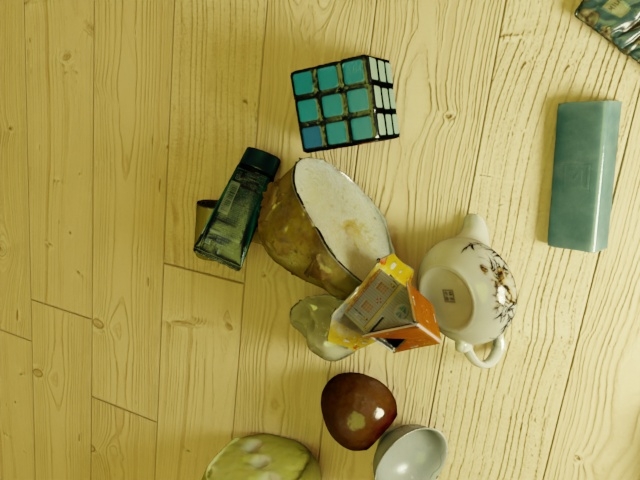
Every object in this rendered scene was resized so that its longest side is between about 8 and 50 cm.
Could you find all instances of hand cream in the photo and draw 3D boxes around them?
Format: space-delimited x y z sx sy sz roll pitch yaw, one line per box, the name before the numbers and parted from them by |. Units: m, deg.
hand cream | -0.181 -0.076 1.192 0.120 0.061 0.270 22 82 7

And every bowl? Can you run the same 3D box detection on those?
bowl | 0.181 0.471 1.174 0.086 0.189 0.188 37 121 59

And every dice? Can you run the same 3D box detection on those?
dice | -0.143 0.628 1.281 0.238 0.233 0.226 7 104 23

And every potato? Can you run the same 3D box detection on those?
potato | 0.000 0.000 1.101 0.196 0.246 0.299 -40 79 38

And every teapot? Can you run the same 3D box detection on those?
teapot | 0.292 0.113 1.047 0.208 0.166 0.299 -5 109 42

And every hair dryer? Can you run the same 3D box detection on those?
hair dryer | -0.168 -0.005 1.254 0.279 0.090 0.134 12 105 15

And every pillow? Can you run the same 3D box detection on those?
pillow | 0.578 -0.379 0.872 0.255 0.034 0.189 44 114 10

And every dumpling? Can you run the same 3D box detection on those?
dumpling | 0.013 0.186 1.149 0.173 0.142 0.247 32 144 0

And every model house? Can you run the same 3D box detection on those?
model house | 0.144 0.159 0.982 0.207 0.219 0.136 -51 53 -1

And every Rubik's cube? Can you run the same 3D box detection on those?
Rubik's cube | 0.054 -0.268 1.056 0.161 0.163 0.162 -5 102 24

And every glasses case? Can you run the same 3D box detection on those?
glasses case | 0.475 -0.114 0.960 0.105 0.056 0.265 4 102 22

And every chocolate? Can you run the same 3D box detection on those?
chocolate | 0.076 0.371 1.178 0.177 0.177 0.176 5 102 23
